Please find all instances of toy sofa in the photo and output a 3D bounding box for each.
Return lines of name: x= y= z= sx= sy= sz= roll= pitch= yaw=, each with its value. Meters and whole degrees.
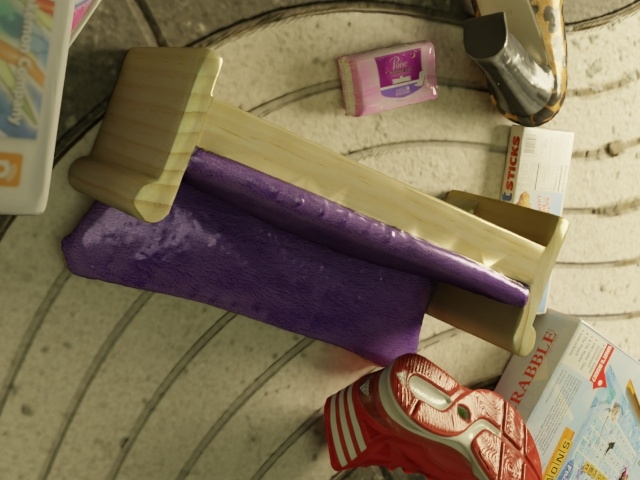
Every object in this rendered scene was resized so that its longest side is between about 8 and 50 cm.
toy sofa: x=0.000 y=0.000 z=0.769 sx=0.362 sy=0.150 sz=0.177 roll=21 pitch=89 yaw=-32

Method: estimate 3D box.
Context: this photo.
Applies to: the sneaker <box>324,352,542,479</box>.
sneaker: x=0.092 y=0.177 z=0.888 sx=0.221 sy=0.128 sz=0.087 roll=42 pitch=44 yaw=-28

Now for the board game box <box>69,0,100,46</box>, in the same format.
board game box: x=-0.246 y=-0.325 z=0.612 sx=0.390 sy=0.050 sz=0.390 roll=36 pitch=82 yaw=-31

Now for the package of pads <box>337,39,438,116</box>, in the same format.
package of pads: x=0.056 y=-0.135 z=0.839 sx=0.083 sy=0.032 sz=0.050 roll=-17 pitch=110 yaw=-26

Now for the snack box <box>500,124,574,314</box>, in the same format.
snack box: x=0.197 y=-0.018 z=0.953 sx=0.064 sy=0.022 sz=0.178 roll=2 pitch=100 yaw=-31

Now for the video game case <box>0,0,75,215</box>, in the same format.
video game case: x=-0.253 y=-0.175 z=0.451 sx=0.300 sy=0.036 sz=0.329 roll=2 pitch=109 yaw=-31

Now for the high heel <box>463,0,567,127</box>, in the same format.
high heel: x=0.180 y=-0.237 z=0.884 sx=0.186 sy=0.093 sz=0.261 roll=31 pitch=66 yaw=-59

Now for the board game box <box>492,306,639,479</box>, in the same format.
board game box: x=0.266 y=0.276 z=1.033 sx=0.318 sy=0.066 sz=0.318 roll=33 pitch=83 yaw=-31
